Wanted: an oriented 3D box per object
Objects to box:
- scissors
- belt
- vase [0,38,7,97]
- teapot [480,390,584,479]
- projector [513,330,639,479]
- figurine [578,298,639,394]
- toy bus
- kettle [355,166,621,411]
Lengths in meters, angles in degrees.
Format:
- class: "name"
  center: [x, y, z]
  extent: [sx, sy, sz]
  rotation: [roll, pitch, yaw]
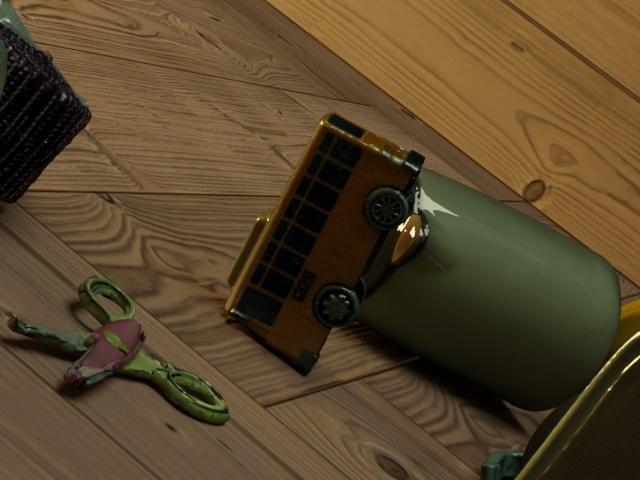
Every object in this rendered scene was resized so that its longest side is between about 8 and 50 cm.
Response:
- class: "scissors"
  center: [-0.130, 0.069, 1.230]
  extent: [0.133, 0.020, 0.187]
  rotation: [44, 11, 16]
- class: "belt"
  center: [-0.291, -0.157, 1.375]
  extent: [0.325, 0.122, 0.260]
  rotation: [41, 0, 31]
- class: "vase"
  center: [-0.345, -0.144, 1.180]
  extent: [0.299, 0.143, 0.143]
  rotation: [36, 10, 13]
- class: "teapot"
  center: [0.226, 0.190, 1.513]
  extent: [0.203, 0.171, 0.225]
  rotation: [7, -1, 11]
- class: "projector"
  center: [0.279, 0.224, 1.223]
  extent: [0.249, 0.248, 0.248]
  rotation: [27, 14, -39]
- class: "figurine"
  center: [0.316, 0.147, 1.926]
  extent: [0.167, 0.192, 0.257]
  rotation: [3, -2, -21]
- class: "toy bus"
  center: [0.000, 0.000, 1.524]
  extent: [0.103, 0.182, 0.091]
  rotation: [28, 11, 1]
- class: "kettle"
  center: [0.112, 0.036, 1.814]
  extent: [0.255, 0.165, 0.240]
  rotation: [25, -8, -30]
